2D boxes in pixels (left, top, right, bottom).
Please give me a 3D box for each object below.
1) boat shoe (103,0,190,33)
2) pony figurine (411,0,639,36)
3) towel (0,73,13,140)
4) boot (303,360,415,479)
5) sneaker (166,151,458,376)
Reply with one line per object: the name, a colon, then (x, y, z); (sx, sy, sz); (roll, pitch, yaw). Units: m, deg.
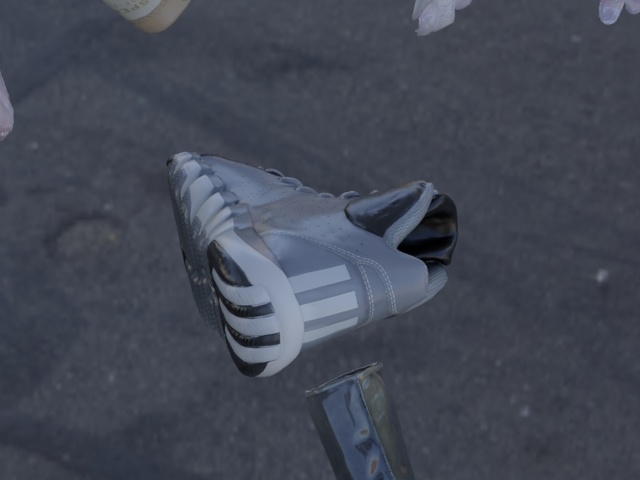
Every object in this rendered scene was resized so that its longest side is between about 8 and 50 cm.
boat shoe: (-0.079, -0.293, 1.168); (0.109, 0.098, 0.302); (15, 73, 40)
pony figurine: (0.237, -0.403, 1.803); (0.303, 0.351, 0.363); (-12, 68, -7)
towel: (-0.340, -0.199, 0.914); (0.317, 0.053, 0.332); (55, 15, 16)
boot: (0.033, 0.228, 1.450); (0.076, 0.208, 0.190); (-11, 8, 31)
sneaker: (0.000, 0.000, 0.829); (0.132, 0.086, 0.228); (-14, 22, -10)
